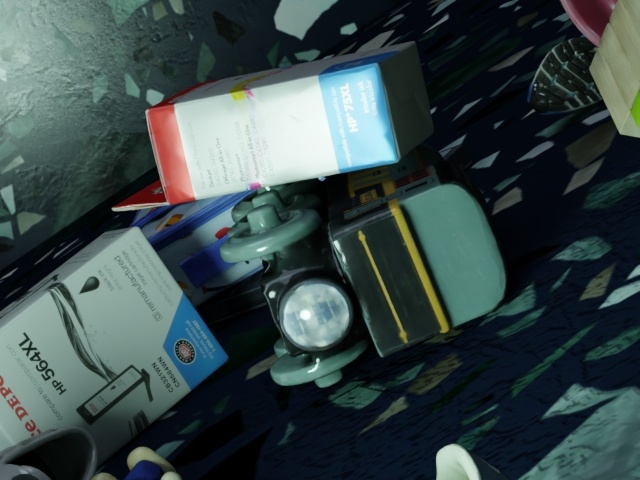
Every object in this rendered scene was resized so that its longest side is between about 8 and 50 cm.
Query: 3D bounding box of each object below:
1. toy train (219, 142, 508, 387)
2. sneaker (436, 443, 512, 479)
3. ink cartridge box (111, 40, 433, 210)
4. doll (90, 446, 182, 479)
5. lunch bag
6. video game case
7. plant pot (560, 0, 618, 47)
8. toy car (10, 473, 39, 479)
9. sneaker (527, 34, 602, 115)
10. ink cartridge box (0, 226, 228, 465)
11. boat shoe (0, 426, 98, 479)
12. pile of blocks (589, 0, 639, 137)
[{"bbox_3d":[0.035,0.006,1.497,0.190,0.142,0.334,-21,10,4],"label":"toy train"},{"bbox_3d":[0.026,0.168,0.885,0.192,0.086,0.064,-40,12,-28],"label":"sneaker"},{"bbox_3d":[-0.042,-0.087,1.518,0.231,0.078,0.134,-10,10,17],"label":"ink cartridge box"},{"bbox_3d":[-0.144,0.199,1.372,0.129,0.046,0.189,-35,10,14],"label":"doll"},{"bbox_3d":[-0.048,-0.053,1.911,0.303,0.115,0.243,-32,13,19],"label":"lunch bag"},{"bbox_3d":[0.000,0.000,1.895,0.196,0.026,0.274,-42,12,-37],"label":"video game case"},{"bbox_3d":[0.323,-0.261,1.682,0.180,0.201,0.201,-23,1,-42],"label":"plant pot"},{"bbox_3d":[-0.247,0.197,1.314,0.149,0.155,0.188,-26,24,35],"label":"toy car"},{"bbox_3d":[0.237,-0.150,1.802,0.162,0.063,0.073,-38,-7,-41],"label":"sneaker"},{"bbox_3d":[-0.205,0.106,1.701,0.203,0.148,0.086,-40,14,-24],"label":"ink cartridge box"},{"bbox_3d":[-0.233,0.210,1.494,0.088,0.096,0.267,-35,1,18],"label":"boat shoe"},{"bbox_3d":[0.297,-0.096,1.279,0.112,0.149,0.362,7,11,-17],"label":"pile of blocks"}]
